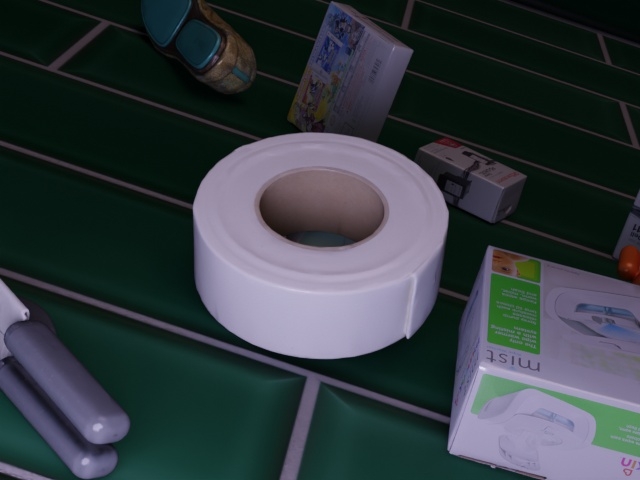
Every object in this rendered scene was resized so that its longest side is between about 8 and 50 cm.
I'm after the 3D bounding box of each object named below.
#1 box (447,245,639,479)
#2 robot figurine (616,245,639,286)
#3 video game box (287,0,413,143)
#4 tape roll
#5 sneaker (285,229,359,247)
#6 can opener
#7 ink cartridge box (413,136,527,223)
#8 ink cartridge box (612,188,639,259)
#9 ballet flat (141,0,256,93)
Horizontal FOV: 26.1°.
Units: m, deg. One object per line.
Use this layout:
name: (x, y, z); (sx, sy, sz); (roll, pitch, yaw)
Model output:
box: (0.278, 0.146, 1.461); (0.261, 0.127, 0.231); (15, 32, 1)
robot figurine: (0.472, 0.077, 1.826); (0.158, 0.128, 0.219); (1, 18, 20)
video game box: (0.041, -0.235, 2.109); (0.048, 0.205, 0.187); (5, 26, -39)
tape roll: (0.000, 0.000, 1.543); (0.286, 0.100, 0.286); (3, 39, -2)
sneaker: (0.068, 0.005, 1.713); (0.151, 0.094, 0.256); (20, 31, 19)
can opener: (-0.251, 0.108, 1.255); (0.093, 0.074, 0.280); (0, 29, -40)
ink cartridge box: (0.225, -0.093, 2.105); (0.150, 0.063, 0.109); (27, 24, 20)
ink cartridge box: (0.545, -0.042, 2.050); (0.153, 0.208, 0.087); (26, 26, 19)
ballet flat: (-0.200, -0.335, 2.294); (0.123, 0.123, 0.348); (5, 25, -30)
